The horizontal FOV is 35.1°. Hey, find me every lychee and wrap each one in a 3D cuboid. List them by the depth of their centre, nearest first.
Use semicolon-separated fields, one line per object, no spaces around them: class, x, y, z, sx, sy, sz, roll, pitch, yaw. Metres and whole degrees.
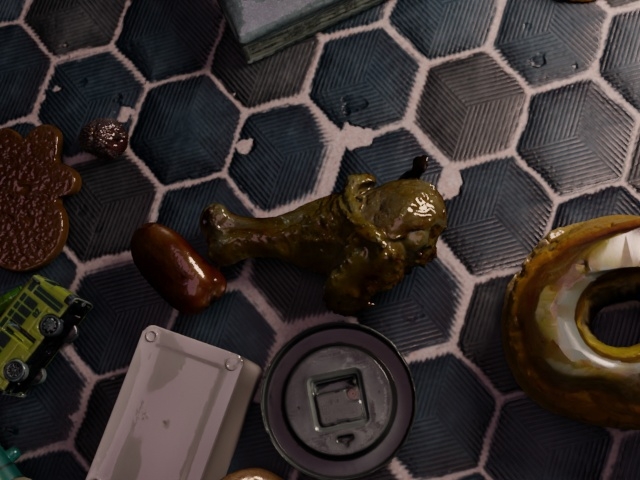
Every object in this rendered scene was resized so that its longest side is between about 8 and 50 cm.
lychee;-0.335;-0.158;1.569;0.083;0.068;0.067;6;119;25

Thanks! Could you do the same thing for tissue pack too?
tissue pack;-0.204;0.261;1.420;0.159;0.136;0.246;19;80;11
tissue pack;-0.024;-0.447;1.583;0.315;0.103;0.228;-24;74;0

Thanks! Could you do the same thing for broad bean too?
broad bean;-0.216;0.040;1.486;0.165;0.114;0.084;47;44;13

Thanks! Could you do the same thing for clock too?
clock;0.027;0.230;1.446;0.225;0.049;0.226;-2;78;7

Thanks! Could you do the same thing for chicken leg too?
chicken leg;0.010;0.012;1.460;0.361;0.140;0.212;-15;55;13

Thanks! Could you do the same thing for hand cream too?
hand cream;-0.507;0.110;1.549;0.122;0.023;0.036;-32;55;0

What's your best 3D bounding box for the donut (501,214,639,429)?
donut;0.414;0.111;1.371;0.329;0.160;0.330;-1;85;7

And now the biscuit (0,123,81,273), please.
biscuit;-0.462;-0.065;1.577;0.179;0.039;0.236;-2;77;4

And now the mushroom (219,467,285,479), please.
mushroom;-0.055;0.389;1.404;0.209;0.072;0.094;38;79;1

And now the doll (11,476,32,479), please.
doll;-0.388;0.431;1.305;0.258;0.154;0.228;24;70;-6

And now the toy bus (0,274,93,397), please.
toy bus;-0.430;0.138;1.500;0.101;0.088;0.175;35;84;14

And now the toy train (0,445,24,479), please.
toy train;-0.499;0.360;1.447;0.194;0.120;0.298;-39;75;-11
